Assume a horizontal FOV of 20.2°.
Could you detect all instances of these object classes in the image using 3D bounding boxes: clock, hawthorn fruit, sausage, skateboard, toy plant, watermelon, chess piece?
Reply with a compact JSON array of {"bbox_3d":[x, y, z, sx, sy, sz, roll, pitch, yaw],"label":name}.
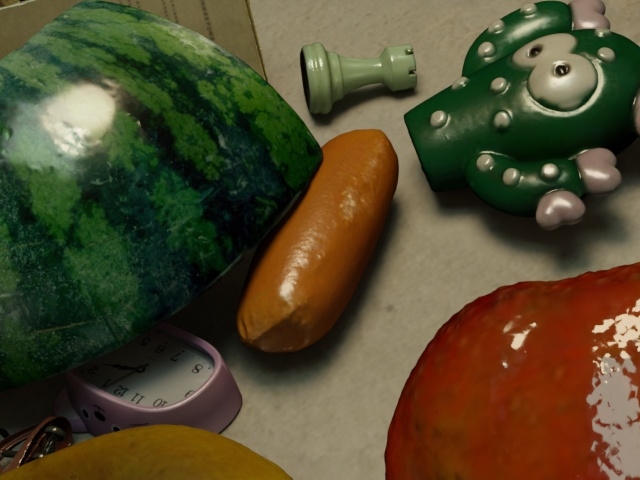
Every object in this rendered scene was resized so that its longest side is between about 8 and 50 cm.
[{"bbox_3d":[-0.148,0.116,1.444,0.152,0.050,0.110,23,55,33],"label":"clock"},{"bbox_3d":[0.179,0.181,1.145,0.287,0.287,0.330,-4,53,11],"label":"hawthorn fruit"},{"bbox_3d":[0.000,0.000,1.494,0.098,0.098,0.238,9,47,22],"label":"sausage"},{"bbox_3d":[-0.246,0.194,1.395,0.080,0.067,0.151,1,40,30],"label":"skateboard"},{"bbox_3d":[0.197,-0.114,1.542,0.243,0.112,0.232,-39,47,-15],"label":"toy plant"},{"bbox_3d":[-0.215,-0.049,1.456,0.319,0.222,0.292,-8,28,35],"label":"watermelon"},{"bbox_3d":[0.036,-0.155,1.665,0.103,0.067,0.067,-7,44,-5],"label":"chess piece"}]

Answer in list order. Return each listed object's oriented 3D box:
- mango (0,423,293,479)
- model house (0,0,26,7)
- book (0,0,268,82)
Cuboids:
[{"bbox_3d":[-0.167,0.249,1.221,0.365,0.182,0.253,-4,46,9],"label":"mango"},{"bbox_3d":[-0.373,-0.219,1.804,0.205,0.218,0.279,-47,2,20],"label":"model house"},{"bbox_3d":[-0.190,-0.134,1.635,0.282,0.025,0.215,-13,87,0],"label":"book"}]
